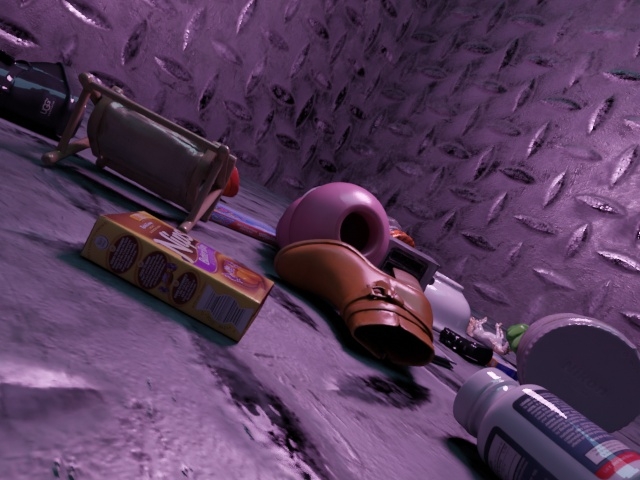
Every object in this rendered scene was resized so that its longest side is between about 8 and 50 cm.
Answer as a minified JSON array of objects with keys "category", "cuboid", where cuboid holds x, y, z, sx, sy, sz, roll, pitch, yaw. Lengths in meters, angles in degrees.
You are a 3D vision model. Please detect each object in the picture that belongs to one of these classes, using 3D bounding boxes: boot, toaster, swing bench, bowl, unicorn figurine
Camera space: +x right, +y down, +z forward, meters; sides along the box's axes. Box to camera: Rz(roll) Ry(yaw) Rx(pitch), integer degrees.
[{"category":"boot","cuboid":[-0.744,-0.380,0.931,0.445,0.146,0.367,18,10,-43]},{"category":"toaster","cuboid":[0.158,0.078,1.061,0.186,0.168,0.110,29,6,-9]},{"category":"swing bench","cuboid":[-0.302,-0.151,0.847,0.253,0.165,0.254,28,5,-9]},{"category":"bowl","cuboid":[0.325,0.160,1.357,0.298,0.134,0.298,29,6,-3]},{"category":"boot","cuboid":[0.347,0.252,1.109,0.121,0.045,0.099,26,0,-42]},{"category":"boot","cuboid":[0.048,0.102,0.755,0.284,0.109,0.220,21,22,-3]},{"category":"unicorn figurine","cuboid":[0.543,0.305,1.463,0.162,0.111,0.060,8,-45,28]}]

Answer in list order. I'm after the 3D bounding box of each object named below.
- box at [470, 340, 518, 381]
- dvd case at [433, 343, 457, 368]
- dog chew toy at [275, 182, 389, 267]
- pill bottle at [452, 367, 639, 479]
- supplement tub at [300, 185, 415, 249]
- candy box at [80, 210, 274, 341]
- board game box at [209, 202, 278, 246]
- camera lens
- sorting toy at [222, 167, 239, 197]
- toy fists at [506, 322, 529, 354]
[{"category":"box","cuboid":[0.439,0.304,1.161,0.081,0.028,0.136,27,4,-19]},{"category":"dvd case","cuboid":[0.139,0.172,0.896,0.221,0.018,0.164,26,6,-28]},{"category":"dog chew toy","cuboid":[0.002,-0.016,1.011,0.207,0.206,0.332,27,-10,-24]},{"category":"pill bottle","cuboid":[0.230,0.215,0.479,0.108,0.107,0.180,26,7,-33]},{"category":"supplement tub","cuboid":[0.085,-0.008,1.284,0.207,0.207,0.338,24,7,-44]},{"category":"candy box","cuboid":[-0.150,0.033,0.518,0.187,0.053,0.109,28,6,-1]},{"category":"board game box","cuboid":[-0.211,-0.053,1.132,0.281,0.027,0.145,24,6,-40]},{"category":"camera lens","cuboid":[0.522,0.263,0.950,0.219,0.219,0.274,31,6,23]},{"category":"sorting toy","cuboid":[-0.422,-0.229,1.468,0.366,0.127,0.126,29,34,30]},{"category":"toy fists","cuboid":[0.648,0.346,1.308,0.279,0.096,0.142,45,22,15]}]
